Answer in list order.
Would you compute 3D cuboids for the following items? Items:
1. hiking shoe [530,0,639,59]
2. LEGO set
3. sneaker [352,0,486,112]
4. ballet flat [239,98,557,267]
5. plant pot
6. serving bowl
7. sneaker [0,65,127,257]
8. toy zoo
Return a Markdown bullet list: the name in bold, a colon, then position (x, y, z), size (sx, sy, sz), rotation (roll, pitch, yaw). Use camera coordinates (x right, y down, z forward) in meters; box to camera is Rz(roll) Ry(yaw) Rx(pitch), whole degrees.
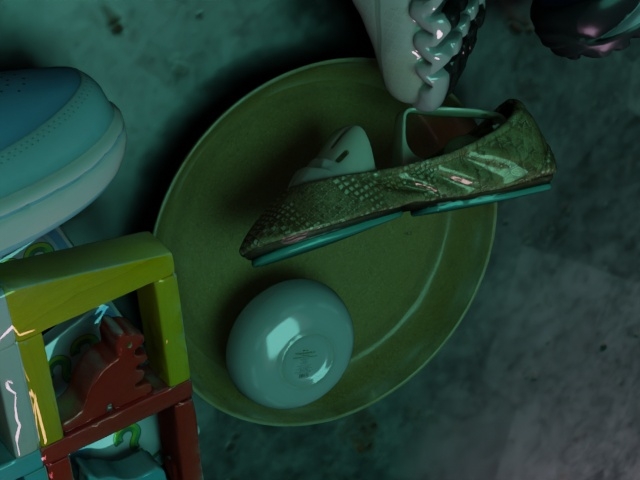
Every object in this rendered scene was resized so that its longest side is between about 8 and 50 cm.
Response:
- **hiking shoe**: position (0.186, -0.254, 0.948), size (0.132, 0.113, 0.304), rotation (30, 84, -28)
- **LEGO set**: position (-0.199, 0.126, 0.914), size (0.244, 0.060, 0.182), rotation (-37, 122, -12)
- **sneaker**: position (0.025, -0.204, 0.871), size (0.110, 0.118, 0.292), rotation (-60, 146, -48)
- **ballet flat**: position (0.040, -0.039, 0.944), size (0.206, 0.073, 0.067), rotation (-15, 91, -27)
- **plant pot**: position (0.000, 0.000, 0.988), size (0.236, 0.032, 0.236), rotation (-11, 116, -25)
- **serving bowl**: position (-0.014, 0.066, 0.972), size (0.083, 0.027, 0.083), rotation (-12, 118, -25)
- **sneaker**: position (-0.246, -0.082, 0.753), size (0.319, 0.127, 0.208), rotation (-17, 120, -24)
- **toy zoo**: position (-0.158, 0.116, 0.901), size (0.192, 0.030, 0.293), rotation (-24, 130, -25)
